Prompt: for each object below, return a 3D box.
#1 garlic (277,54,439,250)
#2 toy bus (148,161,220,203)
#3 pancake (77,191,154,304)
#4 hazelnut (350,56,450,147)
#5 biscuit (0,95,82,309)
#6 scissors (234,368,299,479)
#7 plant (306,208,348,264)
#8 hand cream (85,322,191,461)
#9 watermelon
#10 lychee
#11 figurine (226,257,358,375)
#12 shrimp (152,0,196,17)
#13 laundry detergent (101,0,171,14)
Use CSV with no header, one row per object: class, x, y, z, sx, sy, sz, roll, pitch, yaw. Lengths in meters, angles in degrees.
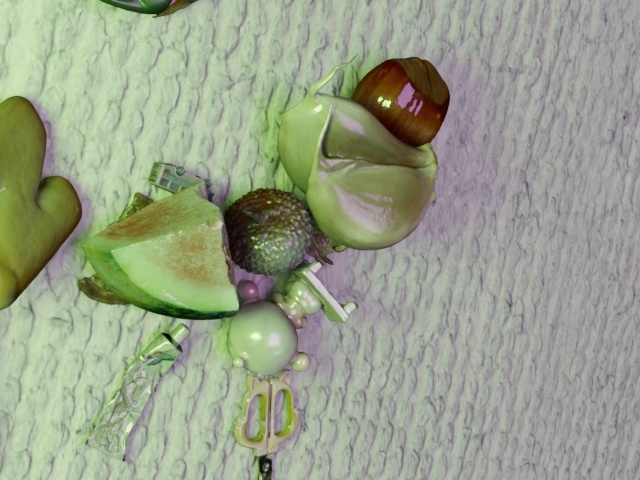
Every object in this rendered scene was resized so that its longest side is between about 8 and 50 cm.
garlic,0.052,-0.125,2.050,0.340,0.245,0.232,44,33,-44
toy bus,-0.234,-0.096,1.964,0.130,0.037,0.052,25,82,-41
pancake,-0.325,0.015,1.910,0.184,0.020,0.191,-6,102,-41
hazelnut,0.146,-0.253,2.211,0.212,0.180,0.181,18,53,-45
biscuit,-0.455,-0.061,1.673,0.291,0.062,0.237,-64,138,-58
scissors,-0.102,0.405,2.172,0.160,0.024,0.318,-5,100,-42
plant,0.000,0.000,2.184,0.116,0.104,0.122,1,135,-8
hand cream,-0.305,0.250,1.948,0.084,0.050,0.257,40,76,-37
watermelon,-0.237,0.027,1.895,0.310,0.193,0.232,37,97,-29
lychee,-0.094,-0.018,2.016,0.165,0.165,0.197,-57,161,-20
figurine,-0.070,0.157,2.086,0.256,0.144,0.182,-45,127,-25
shrimp,-0.234,-0.447,1.901,0.217,0.051,0.115,-42,116,-29
laundry detergent,-0.333,-0.441,1.774,0.221,0.078,0.144,13,79,-26
